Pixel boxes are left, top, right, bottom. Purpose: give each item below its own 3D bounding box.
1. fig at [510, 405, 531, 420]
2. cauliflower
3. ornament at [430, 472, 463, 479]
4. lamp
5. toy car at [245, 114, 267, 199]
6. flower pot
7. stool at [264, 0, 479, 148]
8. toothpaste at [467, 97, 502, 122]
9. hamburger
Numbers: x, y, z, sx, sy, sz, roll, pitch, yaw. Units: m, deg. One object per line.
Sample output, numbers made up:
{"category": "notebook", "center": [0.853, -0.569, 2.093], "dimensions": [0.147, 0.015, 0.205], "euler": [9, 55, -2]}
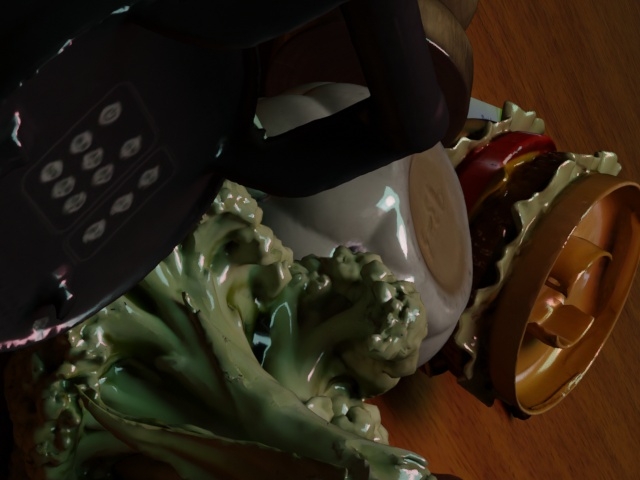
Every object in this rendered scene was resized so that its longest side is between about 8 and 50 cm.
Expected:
{"category": "fig", "center": [0.237, 0.075, 1.899], "dimensions": [0.290, 0.190, 0.191], "euler": [52, 34, -49]}
{"category": "cauliflower", "center": [-0.036, 0.115, 1.052], "dimensions": [0.260, 0.281, 0.327], "euler": [-58, 144, -41]}
{"category": "ornament", "center": [0.074, 0.328, 1.362], "dimensions": [0.221, 0.235, 0.218], "euler": [-51, 134, -31]}
{"category": "lamp", "center": [-0.167, -0.098, 0.841], "dimensions": [0.272, 0.374, 0.205], "euler": [61, -2, 24]}
{"category": "toy car", "center": [-0.144, -0.070, 1.098], "dimensions": [0.306, 0.136, 0.125], "euler": [17, 51, -64]}
{"category": "flower pot", "center": [0.000, 0.000, 1.322], "dimensions": [0.246, 0.195, 0.246], "euler": [-10, 90, -68]}
{"category": "stool", "center": [0.054, -0.217, 1.578], "dimensions": [0.179, 0.179, 0.264], "euler": [58, 30, -41]}
{"category": "toothpaste", "center": [0.166, -0.105, 1.948], "dimensions": [0.336, 0.067, 0.081], "euler": [7, 71, -67]}
{"category": "hamburger", "center": [0.156, 0.011, 1.636], "dimensions": [0.274, 0.212, 0.274], "euler": [-42, 147, -36]}
